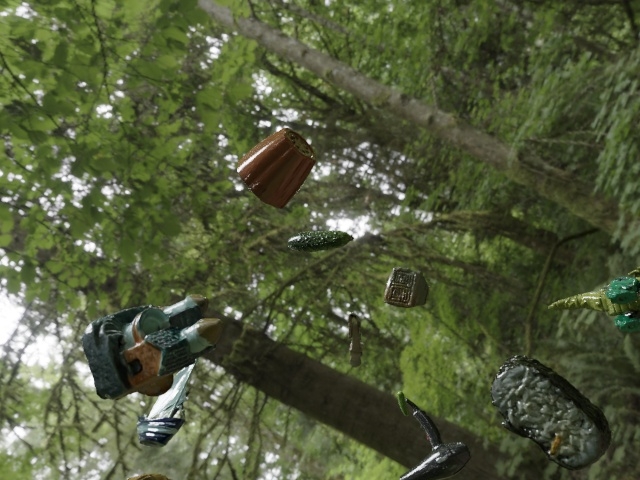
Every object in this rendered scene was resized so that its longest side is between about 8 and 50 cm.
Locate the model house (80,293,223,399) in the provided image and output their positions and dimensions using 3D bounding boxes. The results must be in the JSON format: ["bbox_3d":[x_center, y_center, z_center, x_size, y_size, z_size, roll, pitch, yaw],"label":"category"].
[{"bbox_3d":[-0.326,0.204,1.291,0.253,0.291,0.185,-6,-106,-64],"label":"model house"}]

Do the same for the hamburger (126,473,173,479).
[{"bbox_3d":[-0.502,0.677,1.498,0.262,0.124,0.131,-39,-62,12],"label":"hamburger"}]

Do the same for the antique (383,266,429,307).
[{"bbox_3d":[0.349,0.198,2.332,0.284,0.125,0.150,27,-105,-68],"label":"antique"}]

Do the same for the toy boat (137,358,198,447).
[{"bbox_3d":[-0.428,0.469,1.714,0.070,0.210,0.292,45,-107,-34],"label":"toy boat"}]

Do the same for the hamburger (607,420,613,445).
[{"bbox_3d":[0.863,0.610,1.887,0.140,0.133,0.063,-24,-69,-62],"label":"hamburger"}]

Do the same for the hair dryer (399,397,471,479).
[{"bbox_3d":[0.316,0.620,1.842,0.235,0.272,0.091,-31,-37,9],"label":"hair dryer"}]

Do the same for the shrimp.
[{"bbox_3d":[-0.542,0.340,1.682,0.063,0.287,0.152,-42,14,35],"label":"shrimp"}]

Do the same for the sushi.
[{"bbox_3d":[0.658,0.492,1.703,0.211,0.350,0.170,-60,-24,15],"label":"sushi"}]

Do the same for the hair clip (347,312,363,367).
[{"bbox_3d":[0.090,0.236,1.517,0.226,0.034,0.072,83,-166,-46],"label":"hair clip"}]

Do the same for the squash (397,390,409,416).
[{"bbox_3d":[0.289,0.574,2.073,0.027,0.027,0.089,27,-134,-68],"label":"squash"}]

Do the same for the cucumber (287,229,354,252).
[{"bbox_3d":[0.000,0.000,1.776,0.069,0.227,0.069,12,-105,-56],"label":"cucumber"}]

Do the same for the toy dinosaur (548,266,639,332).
[{"bbox_3d":[0.526,0.101,1.015,0.153,0.259,0.094,-32,-75,-67],"label":"toy dinosaur"}]

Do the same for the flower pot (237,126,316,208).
[{"bbox_3d":[-0.109,-0.211,1.654,0.173,0.191,0.190,-40,-12,23],"label":"flower pot"}]
